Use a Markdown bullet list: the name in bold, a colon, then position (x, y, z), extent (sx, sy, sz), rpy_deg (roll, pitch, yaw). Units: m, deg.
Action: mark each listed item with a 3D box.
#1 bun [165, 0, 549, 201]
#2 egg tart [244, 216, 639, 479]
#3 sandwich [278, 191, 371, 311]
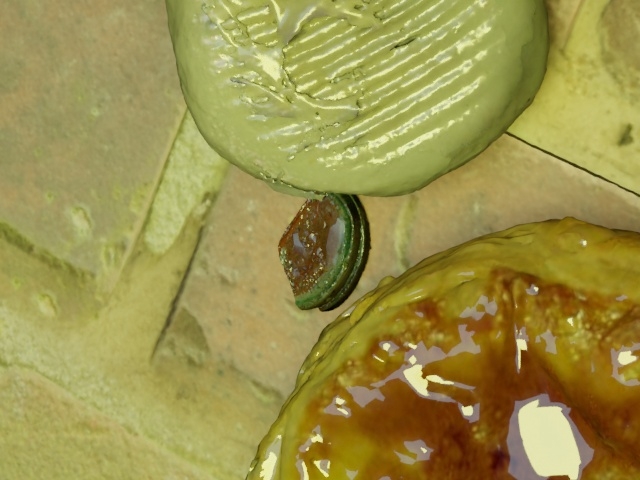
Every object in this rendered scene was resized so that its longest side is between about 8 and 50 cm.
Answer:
- **bun**: position (0.021, -0.161, 1.244), extent (0.273, 0.168, 0.273), rpy_deg (1, 106, 3)
- **egg tart**: position (0.153, 0.206, 1.157), extent (0.443, 0.178, 0.443), rpy_deg (-6, 78, 27)
- **sandwich**: position (0.002, 0.004, 1.347), extent (0.069, 0.026, 0.101), rpy_deg (31, 105, 21)
